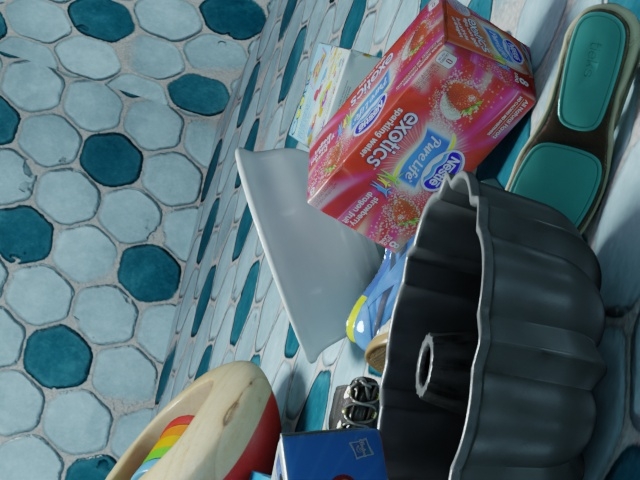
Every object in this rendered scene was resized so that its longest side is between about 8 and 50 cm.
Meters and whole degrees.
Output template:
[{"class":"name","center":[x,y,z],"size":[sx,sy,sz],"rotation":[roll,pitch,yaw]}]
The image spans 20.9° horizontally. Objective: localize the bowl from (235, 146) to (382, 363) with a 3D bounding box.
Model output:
[{"class":"bowl","center":[0.000,0.000,2.232],"size":[0.298,0.134,0.297],"rotation":[-18,-90,-89]}]

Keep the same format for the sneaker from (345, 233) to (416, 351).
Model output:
[{"class":"sneaker","center":[0.108,0.040,1.999],"size":[0.082,0.069,0.209],"rotation":[21,82,44]}]

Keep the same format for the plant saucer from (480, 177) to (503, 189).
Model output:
[{"class":"plant saucer","center":[0.153,0.026,1.873],"size":[0.067,0.018,0.192],"rotation":[-110,39,-73]}]

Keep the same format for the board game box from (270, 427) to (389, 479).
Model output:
[{"class":"board game box","center":[0.014,0.358,1.469],"size":[0.302,0.086,0.308],"rotation":[101,162,-61]}]

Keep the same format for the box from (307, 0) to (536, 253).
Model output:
[{"class":"box","center":[0.107,-0.127,1.903],"size":[0.257,0.128,0.122],"rotation":[-48,23,30]}]

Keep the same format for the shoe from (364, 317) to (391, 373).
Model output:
[{"class":"shoe","center":[0.115,0.098,1.825],"size":[0.058,0.076,0.219],"rotation":[-58,10,-28]}]

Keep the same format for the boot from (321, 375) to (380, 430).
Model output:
[{"class":"boot","center":[0.021,0.264,1.964],"size":[0.263,0.091,0.229],"rotation":[152,134,-78]}]

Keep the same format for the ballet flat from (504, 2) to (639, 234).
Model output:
[{"class":"ballet flat","center":[0.229,-0.091,1.551],"size":[0.086,0.086,0.248],"rotation":[-115,45,-75]}]

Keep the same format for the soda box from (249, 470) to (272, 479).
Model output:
[{"class":"soda box","center":[-0.052,0.349,2.264],"size":[0.210,0.067,0.071],"rotation":[165,122,-77]}]

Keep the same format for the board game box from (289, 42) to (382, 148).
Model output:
[{"class":"board game box","center":[0.061,-0.174,2.324],"size":[0.275,0.142,0.144],"rotation":[-134,61,-78]}]

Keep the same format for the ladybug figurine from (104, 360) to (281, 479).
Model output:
[{"class":"ladybug figurine","center":[-0.184,0.346,2.474],"size":[0.305,0.162,0.449],"rotation":[-35,12,34]}]

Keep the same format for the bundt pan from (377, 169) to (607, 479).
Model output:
[{"class":"bundt pan","center":[0.143,0.113,1.429],"size":[0.331,0.124,0.330],"rotation":[-170,90,-81]}]
